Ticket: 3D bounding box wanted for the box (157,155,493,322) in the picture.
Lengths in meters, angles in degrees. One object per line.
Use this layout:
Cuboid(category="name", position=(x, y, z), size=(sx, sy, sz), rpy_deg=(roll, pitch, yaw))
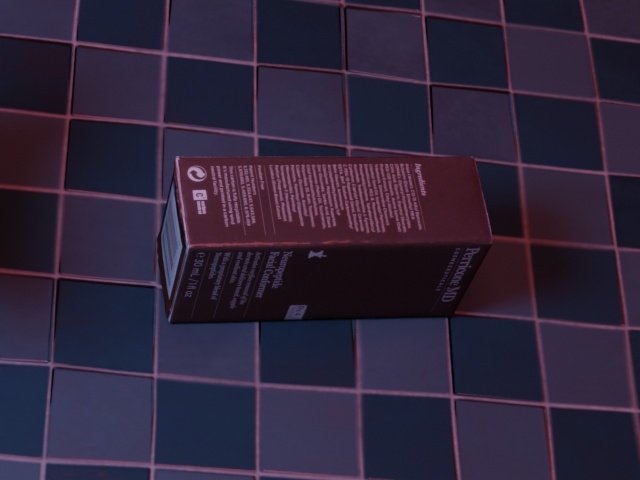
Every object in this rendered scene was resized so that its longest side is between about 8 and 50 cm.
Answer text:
Cuboid(category="box", position=(0.000, 0.000, 2.014), size=(0.381, 0.191, 0.143), rpy_deg=(-2, 59, -15))
